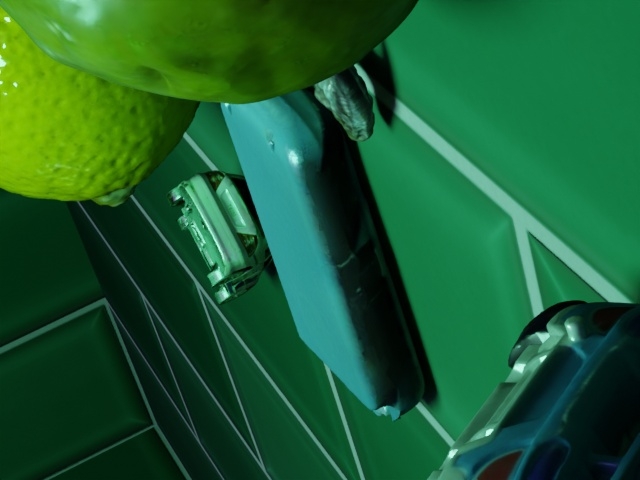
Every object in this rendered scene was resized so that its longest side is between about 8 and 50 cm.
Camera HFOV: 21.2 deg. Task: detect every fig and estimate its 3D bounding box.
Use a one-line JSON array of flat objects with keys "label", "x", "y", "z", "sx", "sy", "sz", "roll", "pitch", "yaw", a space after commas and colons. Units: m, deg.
[{"label": "fig", "x": -0.023, "y": -0.169, "z": 0.788, "sx": 0.314, "sy": 0.233, "sz": 0.233, "roll": 10, "pitch": -143, "yaw": -47}]

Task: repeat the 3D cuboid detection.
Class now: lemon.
[{"label": "lemon", "x": -0.211, "y": -0.164, "z": 1.333, "sx": 0.267, "sy": 0.267, "sz": 0.267, "roll": 59, "pitch": 166, "yaw": 23}]

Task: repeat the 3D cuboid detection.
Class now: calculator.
[{"label": "calculator", "x": 0.000, "y": 0.000, "z": 1.239, "sx": 0.173, "sy": 0.051, "sz": 0.293, "roll": 44, "pitch": 156, "yaw": 60}]

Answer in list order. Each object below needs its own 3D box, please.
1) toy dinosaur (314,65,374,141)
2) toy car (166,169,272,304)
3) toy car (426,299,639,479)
[{"label": "toy dinosaur", "x": -0.062, "y": -0.182, "z": 1.020, "sx": 0.294, "sy": 0.077, "sz": 0.162, "roll": 43, "pitch": 173, "yaw": -20}, {"label": "toy car", "x": -0.079, "y": -0.007, "z": 1.495, "sx": 0.090, "sy": 0.076, "sz": 0.224, "roll": 61, "pitch": 175, "yaw": 7}, {"label": "toy car", "x": 0.147, "y": 0.178, "z": 0.748, "sx": 0.166, "sy": 0.198, "sz": 0.314, "roll": 2, "pitch": 125, "yaw": 40}]
